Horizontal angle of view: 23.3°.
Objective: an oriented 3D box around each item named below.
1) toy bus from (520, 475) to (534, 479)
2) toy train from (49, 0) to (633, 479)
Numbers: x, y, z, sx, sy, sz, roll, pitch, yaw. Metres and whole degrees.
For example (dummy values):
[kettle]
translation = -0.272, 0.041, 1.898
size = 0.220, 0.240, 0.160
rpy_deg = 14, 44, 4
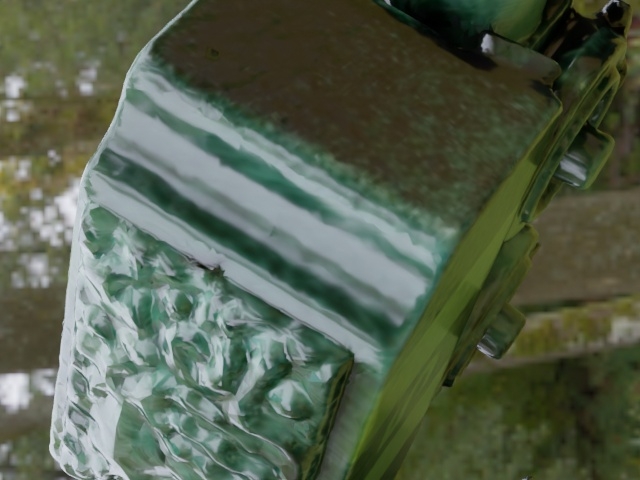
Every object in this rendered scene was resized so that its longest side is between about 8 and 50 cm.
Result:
[toy bus]
translation = 0.094, 0.298, 1.076
size = 0.365, 0.202, 0.177
rpy_deg = 69, 175, -70
[toy train]
translation = 0.000, 0.000, 0.625
size = 0.238, 0.167, 0.299
rpy_deg = -50, -16, -39
